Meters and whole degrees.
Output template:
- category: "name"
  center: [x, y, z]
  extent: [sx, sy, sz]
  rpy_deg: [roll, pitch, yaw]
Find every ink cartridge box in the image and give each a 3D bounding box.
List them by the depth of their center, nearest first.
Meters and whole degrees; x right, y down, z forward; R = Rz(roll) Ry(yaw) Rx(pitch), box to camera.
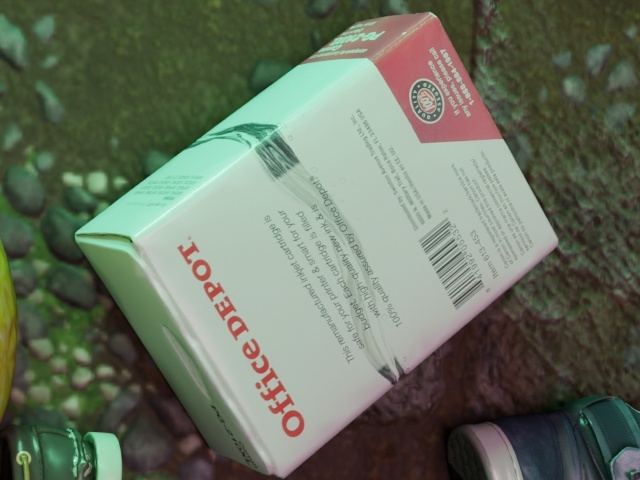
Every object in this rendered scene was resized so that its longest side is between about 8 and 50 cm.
- category: "ink cartridge box"
  center: [0.000, 0.000, 1.054]
  extent: [0.237, 0.100, 0.172]
  rpy_deg: [-38, 110, -22]

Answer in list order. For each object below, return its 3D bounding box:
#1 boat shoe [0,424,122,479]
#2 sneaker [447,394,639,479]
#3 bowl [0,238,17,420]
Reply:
- category: "boat shoe"
  center: [-0.167, 0.217, 0.994]
  extent: [0.069, 0.081, 0.227]
  rpy_deg: [12, 84, -21]
- category: "sneaker"
  center: [0.183, 0.214, 1.174]
  extent: [0.163, 0.086, 0.226]
  rpy_deg: [-13, 98, -24]
- category: "bowl"
  center: [-0.272, 0.054, 0.881]
  extent: [0.289, 0.156, 0.289]
  rpy_deg: [-2, 93, -28]
